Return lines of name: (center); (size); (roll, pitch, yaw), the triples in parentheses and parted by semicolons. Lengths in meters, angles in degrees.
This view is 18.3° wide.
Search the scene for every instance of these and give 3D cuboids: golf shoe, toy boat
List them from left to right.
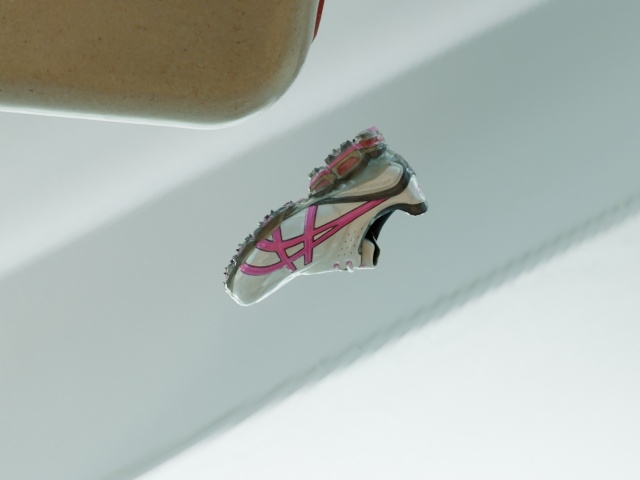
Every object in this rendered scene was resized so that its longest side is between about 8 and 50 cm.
toy boat: (-0.116, -0.142, 0.911); (0.231, 0.151, 0.151); (5, -70, -19)
golf shoe: (0.000, 0.000, 1.522); (0.186, 0.067, 0.086); (-43, -95, 28)
